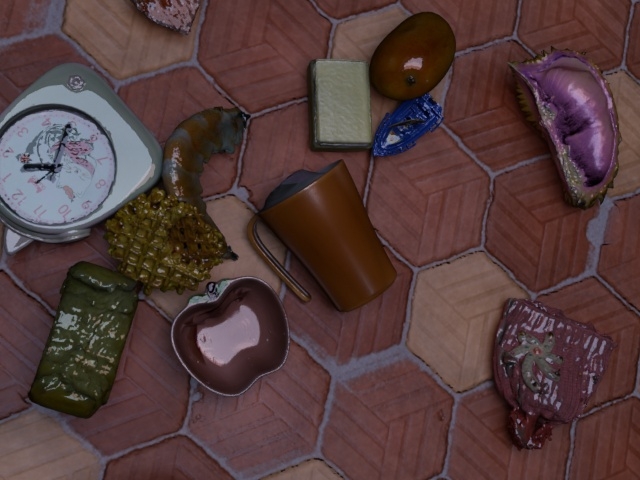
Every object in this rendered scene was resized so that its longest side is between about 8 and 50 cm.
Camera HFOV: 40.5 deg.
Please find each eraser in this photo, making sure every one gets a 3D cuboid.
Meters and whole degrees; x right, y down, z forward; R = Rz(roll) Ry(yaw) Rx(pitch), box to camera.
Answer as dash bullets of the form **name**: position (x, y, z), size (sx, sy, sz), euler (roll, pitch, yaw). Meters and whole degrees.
- **eraser**: position (0.035, -0.256, 1.655), size (0.117, 0.058, 0.172), euler (-1, 84, -14)

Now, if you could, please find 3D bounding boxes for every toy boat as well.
- **toy boat**: position (0.164, -0.222, 1.653), size (0.175, 0.110, 0.091), euler (-43, 91, -12)

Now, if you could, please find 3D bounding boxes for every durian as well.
- **durian**: position (0.497, -0.232, 1.732), size (0.191, 0.112, 0.341), euler (-32, 99, -23)

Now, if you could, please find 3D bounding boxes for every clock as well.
- **clock**: position (-0.457, -0.128, 1.509), size (0.324, 0.108, 0.265), euler (-41, 94, -13)

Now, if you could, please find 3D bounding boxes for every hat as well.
- **hat**: position (0.428, 0.263, 1.655), size (0.236, 0.107, 0.287), euler (23, 74, 1)

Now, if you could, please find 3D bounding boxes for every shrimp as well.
- **shrimp**: position (-0.204, -0.111, 1.544), size (0.185, 0.068, 0.287), euler (5, 78, -49)

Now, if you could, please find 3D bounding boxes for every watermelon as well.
- **watermelon**: position (-0.275, -0.507, 1.594), size (0.192, 0.140, 0.257), euler (5, 92, -16)

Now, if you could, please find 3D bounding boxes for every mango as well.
- **mango**: position (0.182, -0.354, 1.644), size (0.221, 0.151, 0.120), euler (-53, 132, -30)

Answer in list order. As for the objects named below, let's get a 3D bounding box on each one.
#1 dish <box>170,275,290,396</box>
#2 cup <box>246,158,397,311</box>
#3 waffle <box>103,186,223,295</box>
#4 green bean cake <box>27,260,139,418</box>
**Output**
- **dish**: position (-0.161, 0.165, 1.549), size (0.213, 0.090, 0.214), euler (1, 86, -12)
- **cup**: position (0.000, 0.000, 1.578), size (0.226, 0.182, 0.264), euler (-30, 98, 19)
- **waffle**: position (-0.268, 0.007, 1.483), size (0.197, 0.070, 0.193), euler (-33, 112, 26)
- **green bean cake**: position (-0.388, 0.162, 1.430), size (0.124, 0.233, 0.236), euler (18, 81, -15)
